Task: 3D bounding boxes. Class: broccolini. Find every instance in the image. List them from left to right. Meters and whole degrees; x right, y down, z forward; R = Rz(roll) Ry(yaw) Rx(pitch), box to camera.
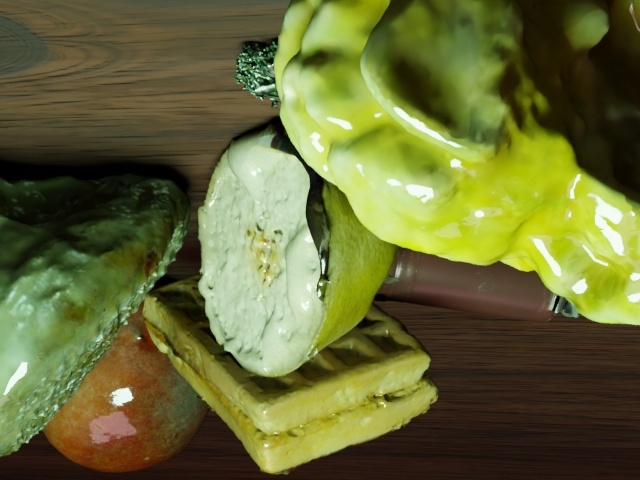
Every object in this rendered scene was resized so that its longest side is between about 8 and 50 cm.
[{"bbox_3d":[0.013,-0.116,1.604,0.254,0.057,0.071,31,-168,-45],"label":"broccolini"}]

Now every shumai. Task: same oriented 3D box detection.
[{"bbox_3d":[-0.353,0.024,1.806,0.323,0.397,0.324,37,137,2],"label":"shumai"}]

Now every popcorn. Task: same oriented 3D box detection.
[{"bbox_3d":[0.127,-0.099,1.270,0.334,0.292,0.293,14,165,-9],"label":"popcorn"}]

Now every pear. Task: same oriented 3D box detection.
[{"bbox_3d":[-0.001,0.001,1.756,0.178,0.267,0.267,-10,172,-35],"label":"pear"}]

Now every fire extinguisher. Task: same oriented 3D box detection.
[{"bbox_3d":[0.191,0.033,1.923,0.269,0.105,0.105,9,161,-7],"label":"fire extinguisher"}]

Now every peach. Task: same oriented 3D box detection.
[{"bbox_3d":[-0.244,0.167,2.193,0.252,0.252,0.252,5,161,2],"label":"peach"}]

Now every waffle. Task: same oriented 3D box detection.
[{"bbox_3d":[-0.042,0.116,1.885,0.224,0.098,0.327,-16,-149,-23],"label":"waffle"}]
